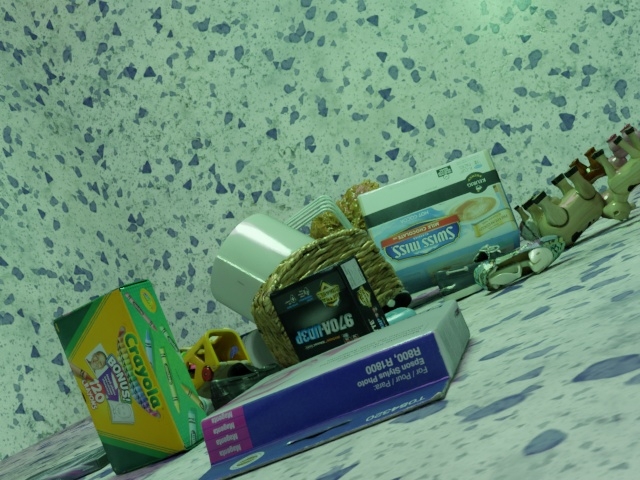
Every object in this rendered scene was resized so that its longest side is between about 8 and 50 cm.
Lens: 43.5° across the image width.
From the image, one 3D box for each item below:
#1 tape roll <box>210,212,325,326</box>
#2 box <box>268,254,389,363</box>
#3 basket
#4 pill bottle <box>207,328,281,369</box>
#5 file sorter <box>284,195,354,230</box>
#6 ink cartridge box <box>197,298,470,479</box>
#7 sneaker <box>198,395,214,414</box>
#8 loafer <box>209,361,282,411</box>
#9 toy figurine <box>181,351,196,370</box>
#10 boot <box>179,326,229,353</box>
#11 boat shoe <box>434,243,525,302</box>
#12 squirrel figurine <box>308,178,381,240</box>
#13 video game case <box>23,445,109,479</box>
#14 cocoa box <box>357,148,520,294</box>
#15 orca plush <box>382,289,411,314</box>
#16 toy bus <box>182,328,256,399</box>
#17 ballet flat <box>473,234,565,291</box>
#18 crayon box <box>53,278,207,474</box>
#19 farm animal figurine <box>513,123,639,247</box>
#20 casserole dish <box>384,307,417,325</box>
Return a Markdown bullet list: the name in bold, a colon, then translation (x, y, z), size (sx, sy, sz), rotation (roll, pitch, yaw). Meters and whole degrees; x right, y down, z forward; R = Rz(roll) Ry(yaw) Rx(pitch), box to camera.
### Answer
- **tape roll**: translation (-0.119, 0.079, 1.909), size (0.246, 0.169, 0.246), rotation (-44, -31, -35)
- **box**: translation (0.019, 0.137, 1.369), size (0.051, 0.175, 0.220), rotation (-26, 0, -39)
- **basket**: translation (-0.008, 0.120, 1.782), size (0.299, 0.214, 0.223), rotation (-38, 2, -18)
- **pill bottle**: translation (-0.187, 0.287, 1.953), size (0.186, 0.112, 0.112), rotation (-25, -3, 39)
- **file sorter**: translation (0.000, 0.000, 2.212), size (0.192, 0.173, 0.278), rotation (-36, 10, 5)
- **ink cartridge box**: translation (0.020, 0.183, 1.025), size (0.324, 0.072, 0.330), rotation (-24, -4, 15)
- **sneaker**: translation (-0.286, 0.347, 1.542), size (0.190, 0.072, 0.083), rotation (-21, -14, 18)
- **loafer**: translation (-0.138, 0.266, 1.527), size (0.076, 0.078, 0.223), rotation (-24, -2, 24)
- **toy figurine**: translation (-0.269, 0.349, 2.104), size (0.159, 0.130, 0.173), rotation (-11, -25, 8)
- **boot**: translation (-0.320, 0.319, 2.320), size (0.203, 0.095, 0.262), rotation (-30, -9, -29)
- **boat shoe**: translation (0.358, 0.054, 1.733), size (0.254, 0.079, 0.095), rotation (-23, -3, -16)
- **squirrel figurine**: translation (0.160, 0.002, 2.502), size (0.281, 0.397, 0.370), rotation (-15, -16, -45)
- **video game case**: translation (-0.521, 0.470, 1.624), size (0.274, 0.026, 0.196), rotation (-23, -2, 10)
- **cocoa box**: translation (0.301, -0.032, 2.007), size (0.346, 0.228, 0.231), rotation (-19, -22, 8)
- **orca plush**: translation (0.075, 0.155, 1.981), size (0.287, 0.102, 0.151), rotation (14, -31, 14)
- **toy bus**: translation (-0.235, 0.262, 1.621), size (0.202, 0.104, 0.191), rotation (-23, -27, -9)
- **ballet flat**: translation (0.391, 0.050, 1.551), size (0.188, 0.070, 0.070), rotation (-26, -2, 8)
- **crayon box**: translation (-0.309, 0.224, 1.318), size (0.165, 0.279, 0.081), rotation (-25, -4, 28)
- **farm animal figurine**: translation (0.604, -0.093, 1.771), size (0.326, 0.172, 0.330), rotation (-38, -4, 5)
- **casserole dish**: translation (0.142, 0.170, 1.639), size (0.114, 0.037, 0.188), rotation (-24, -1, -4)
